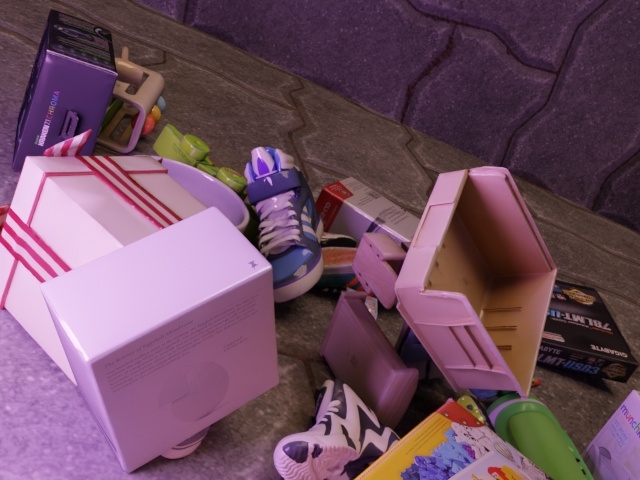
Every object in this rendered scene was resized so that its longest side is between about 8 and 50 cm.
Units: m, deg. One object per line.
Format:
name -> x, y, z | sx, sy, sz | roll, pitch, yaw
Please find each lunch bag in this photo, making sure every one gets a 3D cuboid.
lunch bag -> 0.073, 0.139, 1.440 | 0.071, 0.053, 0.083 | 23, 32, -8

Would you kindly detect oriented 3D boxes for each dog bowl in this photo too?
dog bowl -> -0.273, -0.050, 1.386 | 0.264, 0.104, 0.265 | 23, 23, -10

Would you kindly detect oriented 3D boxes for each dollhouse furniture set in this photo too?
dollhouse furniture set -> 0.197, 0.158, 1.232 | 0.303, 0.287, 0.198 | 1, 34, -29

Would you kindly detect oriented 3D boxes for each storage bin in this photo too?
storage bin -> 0.249, 0.062, 1.154 | 0.260, 0.123, 0.262 | 54, 46, -33

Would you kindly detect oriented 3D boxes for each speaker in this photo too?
speaker -> 0.350, 0.374, 1.151 | 0.131, 0.131, 0.297 | 20, 24, -17

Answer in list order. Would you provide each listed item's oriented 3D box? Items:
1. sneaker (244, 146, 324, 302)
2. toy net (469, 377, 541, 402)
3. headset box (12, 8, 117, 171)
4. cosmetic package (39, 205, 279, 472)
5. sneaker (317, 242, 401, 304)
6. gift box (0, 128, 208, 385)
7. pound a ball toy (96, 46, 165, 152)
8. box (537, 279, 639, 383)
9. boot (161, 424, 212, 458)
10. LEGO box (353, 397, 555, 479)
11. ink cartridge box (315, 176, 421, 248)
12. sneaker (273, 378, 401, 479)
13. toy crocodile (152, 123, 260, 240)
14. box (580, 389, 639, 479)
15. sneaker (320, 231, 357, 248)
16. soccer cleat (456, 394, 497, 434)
sneaker -> -0.090, -0.053, 1.405 | 0.236, 0.130, 0.323 | 62, 18, -23
toy net -> 0.336, 0.258, 1.334 | 0.232, 0.122, 0.045 | 34, 39, -66
headset box -> -0.498, -0.277, 1.434 | 0.131, 0.246, 0.283 | 15, 25, -26
cosmetic package -> -0.179, 0.116, 0.880 | 0.224, 0.225, 0.138 | -27, 52, -26
sneaker -> 0.083, 0.081, 1.515 | 0.302, 0.121, 0.108 | -3, 21, -14
gift box -> -0.288, 0.004, 1.050 | 0.258, 0.276, 0.255 | 37, 19, 24
pound a ball toy -> -0.421, -0.333, 1.690 | 0.135, 0.208, 0.319 | 22, 23, -13
box -> 0.570, 0.195, 1.775 | 0.295, 0.073, 0.293 | 14, 29, -9
boot -> -0.158, 0.208, 0.987 | 0.069, 0.086, 0.190 | 30, 23, 6
LEGO box -> 0.141, 0.417, 0.739 | 0.372, 0.193, 0.500 | 37, 24, 21
ink cartridge box -> 0.129, -0.027, 1.772 | 0.272, 0.114, 0.197 | 32, 22, 14
sneaker -> 0.004, 0.264, 1.042 | 0.234, 0.094, 0.153 | 7, 29, -40
toy crocodile -> -0.242, -0.130, 1.582 | 0.340, 0.115, 0.105 | 42, 20, 26
box -> 0.515, 0.409, 1.124 | 0.126, 0.231, 0.262 | 22, 24, -14
sneaker -> 0.000, 0.000, 1.630 | 0.178, 0.072, 0.077 | 10, 25, -39
soccer cleat -> 0.250, 0.316, 1.090 | 0.072, 0.060, 0.179 | 10, 52, -47
